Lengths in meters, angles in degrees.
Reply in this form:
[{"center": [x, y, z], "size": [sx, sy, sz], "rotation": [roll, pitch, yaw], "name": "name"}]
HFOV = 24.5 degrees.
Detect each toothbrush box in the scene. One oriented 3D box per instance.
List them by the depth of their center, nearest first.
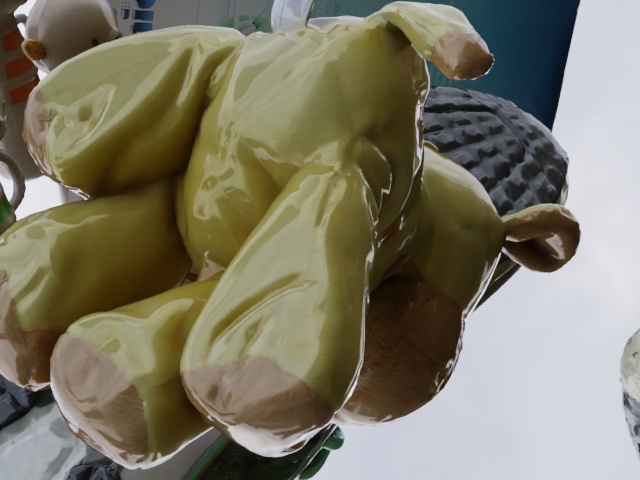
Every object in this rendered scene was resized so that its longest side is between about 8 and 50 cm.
[{"center": [-0.017, -0.163, 0.914], "size": [0.296, 0.216, 0.126], "rotation": [2, -67, -19], "name": "toothbrush box"}]

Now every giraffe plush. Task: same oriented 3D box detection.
[{"center": [0.000, 0.000, 0.552], "size": [0.210, 0.181, 0.170], "rotation": [-57, -37, -6], "name": "giraffe plush"}]

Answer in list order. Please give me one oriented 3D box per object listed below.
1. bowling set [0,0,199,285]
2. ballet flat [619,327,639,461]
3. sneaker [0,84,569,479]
[{"center": [-0.133, -0.050, 0.639], "size": [0.287, 0.200, 0.154], "rotation": [-58, -34, -56], "name": "bowling set"}, {"center": [0.119, 0.089, 0.442], "size": [0.049, 0.057, 0.173], "rotation": [-39, -49, -18], "name": "ballet flat"}, {"center": [-0.039, 0.076, 0.784], "size": [0.410, 0.158, 0.182], "rotation": [-37, -31, 6], "name": "sneaker"}]
